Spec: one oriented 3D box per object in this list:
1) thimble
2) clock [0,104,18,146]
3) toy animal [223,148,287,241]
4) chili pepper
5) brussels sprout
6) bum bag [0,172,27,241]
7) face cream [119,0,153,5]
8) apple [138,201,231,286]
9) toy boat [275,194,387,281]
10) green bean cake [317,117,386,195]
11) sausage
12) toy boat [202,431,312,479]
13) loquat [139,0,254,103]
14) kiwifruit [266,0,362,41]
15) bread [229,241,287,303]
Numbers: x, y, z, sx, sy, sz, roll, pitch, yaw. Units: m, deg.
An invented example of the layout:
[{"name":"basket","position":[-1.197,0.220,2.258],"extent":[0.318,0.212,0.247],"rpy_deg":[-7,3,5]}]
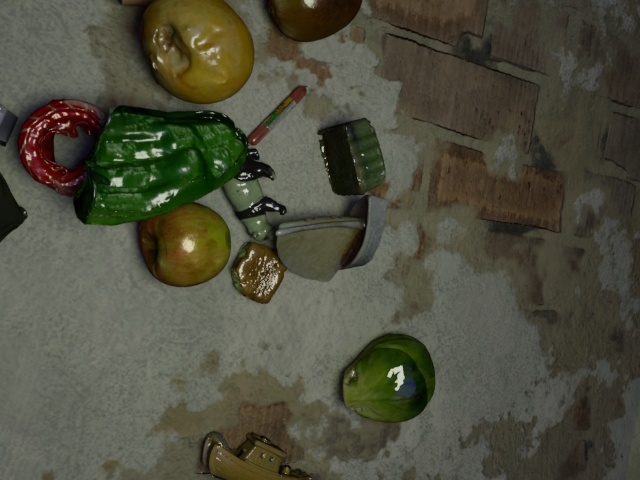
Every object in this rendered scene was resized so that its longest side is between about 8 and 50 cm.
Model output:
[{"name":"thimble","position":[-0.507,-0.193,0.940],"extent":[0.163,0.125,0.190],"rpy_deg":[34,82,-21]},{"name":"clock","position":[-0.679,-0.249,0.843],"extent":[0.193,0.144,0.073],"rpy_deg":[25,85,-25]},{"name":"toy animal","position":[-0.161,-0.104,1.122],"extent":[0.121,0.094,0.225],"rpy_deg":[-25,106,-19]},{"name":"chili pepper","position":[-0.328,-0.155,0.940],"extent":[0.385,0.167,0.213],"rpy_deg":[-32,85,-46]},{"name":"brussels sprout","position":[0.187,0.389,1.284],"extent":[0.271,0.210,0.219],"rpy_deg":[-15,98,-6]},{"name":"bum bag","position":[-0.639,-0.097,0.843],"extent":[0.142,0.326,0.080],"rpy_deg":[-29,64,-35]},{"name":"face cream","position":[-0.367,-0.562,0.944],"extent":[0.104,0.149,0.149],"rpy_deg":[-13,101,-24]},{"name":"apple","position":[-0.294,0.005,1.022],"extent":[0.196,0.196,0.196],"rpy_deg":[-3,97,-24]},{"name":"toy boat","position":[0.024,0.006,1.178],"extent":[0.293,0.111,0.276],"rpy_deg":[-16,142,-13]},{"name":"green bean cake","position":[0.082,-0.211,1.177],"extent":[0.094,0.173,0.181],"rpy_deg":[-21,102,-20]},{"name":"sausage","position":[-0.106,-0.313,1.157],"extent":[0.223,0.029,0.029],"rpy_deg":[-48,112,-12]},{"name":"toy boat","position":[-0.156,0.580,1.209],"extent":[0.321,0.089,0.121],"rpy_deg":[33,71,-24]},{"name":"loquat","position":[-0.252,-0.405,0.977],"extent":[0.243,0.244,0.244],"rpy_deg":[-3,97,-24]},{"name":"kiwifruit","position":[-0.018,-0.572,1.079],"extent":[0.234,0.196,0.196],"rpy_deg":[-26,106,-21]},{"name":"bread","position":[-0.159,0.078,1.158],"extent":[0.128,0.069,0.140],"rpy_deg":[29,83,-24]}]
